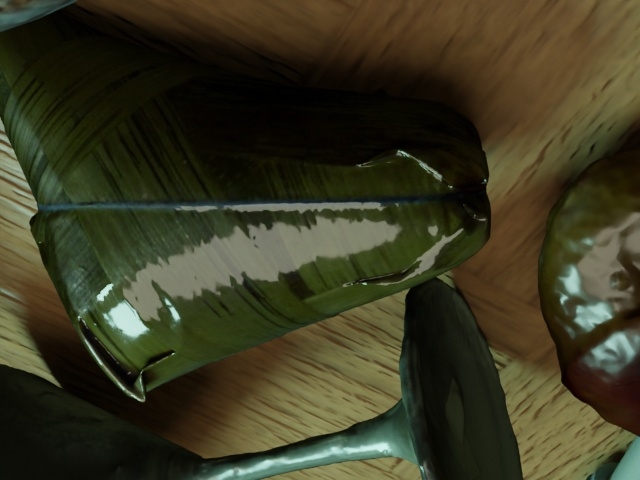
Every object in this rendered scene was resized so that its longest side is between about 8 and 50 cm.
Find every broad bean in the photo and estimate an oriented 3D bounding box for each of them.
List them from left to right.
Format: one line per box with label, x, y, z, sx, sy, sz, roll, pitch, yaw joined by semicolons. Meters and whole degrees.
broad bean;0.220;0.043;0.632;0.156;0.122;0.229;-8;133;23

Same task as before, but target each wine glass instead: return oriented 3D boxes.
wine glass;-0.073;0.173;0.751;0.406;0.267;0.267;-19;125;21

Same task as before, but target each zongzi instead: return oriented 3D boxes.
zongzi;-0.070;-0.082;0.606;0.286;0.138;0.300;-23;96;17

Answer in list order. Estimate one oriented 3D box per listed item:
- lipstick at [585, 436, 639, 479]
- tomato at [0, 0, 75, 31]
lipstick;0.250;0.203;0.810;0.068;0.061;0.274;14;134;4
tomato;-0.188;-0.208;0.370;0.316;0.317;0.283;-6;108;19
